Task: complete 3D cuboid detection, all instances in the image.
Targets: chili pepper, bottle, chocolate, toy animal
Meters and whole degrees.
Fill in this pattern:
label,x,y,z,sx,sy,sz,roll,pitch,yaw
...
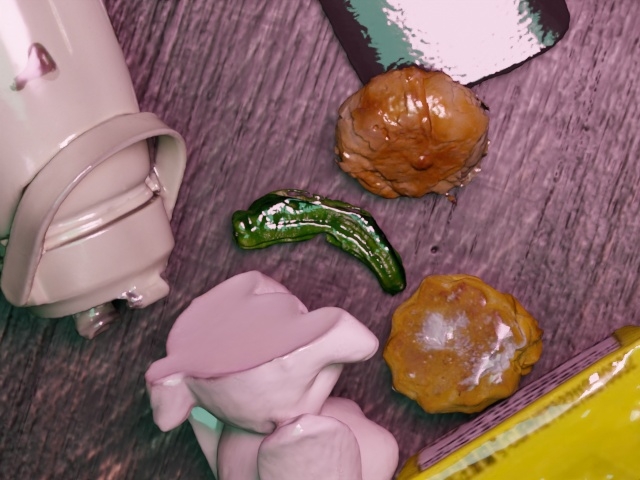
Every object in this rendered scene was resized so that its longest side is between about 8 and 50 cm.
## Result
label,x,y,z,sx,sy,sz,roll,pitch,yaw
chili pepper,0.004,-0.005,1.887,0.182,0.050,0.073,18,89,-1
bottle,-0.249,-0.076,1.816,0.229,0.229,0.351,-20,99,5
chocolate,0.256,0.259,1.832,0.301,0.137,0.288,-32,103,4
toy animal,-0.036,0.190,1.836,0.206,0.272,0.265,-31,117,-21

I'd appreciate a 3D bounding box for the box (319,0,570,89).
label,x,y,z,sx,sy,sz,roll,pitch,yaw
box,0.112,-0.239,1.863,0.212,0.042,0.201,-26,93,5

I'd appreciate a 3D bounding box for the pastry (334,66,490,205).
label,x,y,z,sx,sy,sz,roll,pitch,yaw
pastry,0.087,-0.101,1.830,0.153,0.153,0.081,9,54,3

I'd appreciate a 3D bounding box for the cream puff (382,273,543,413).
label,x,y,z,sx,sy,sz,roll,pitch,yaw
cream puff,0.141,0.102,1.861,0.146,0.116,0.146,-5,77,23
